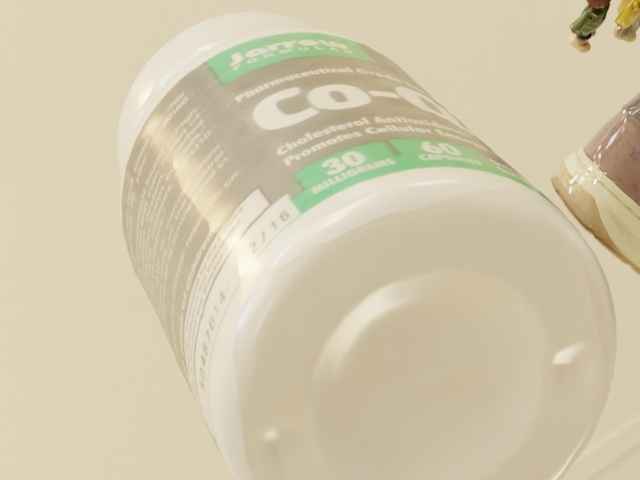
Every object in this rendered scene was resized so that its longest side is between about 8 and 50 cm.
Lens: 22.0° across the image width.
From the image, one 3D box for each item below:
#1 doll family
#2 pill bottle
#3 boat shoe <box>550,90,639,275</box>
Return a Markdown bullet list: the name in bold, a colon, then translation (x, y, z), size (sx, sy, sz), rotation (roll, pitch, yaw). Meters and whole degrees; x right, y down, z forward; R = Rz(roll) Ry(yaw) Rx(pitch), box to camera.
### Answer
- **doll family**: translation (0.301, -0.249, 1.503), size (0.076, 0.111, 0.193), rotation (30, -108, 11)
- **pill bottle**: translation (0.000, 0.000, 0.915), size (0.204, 0.204, 0.361), rotation (16, -163, -24)
- **boat shoe**: translation (0.255, 0.012, 0.884), size (0.285, 0.092, 0.103), rotation (30, -158, -20)
